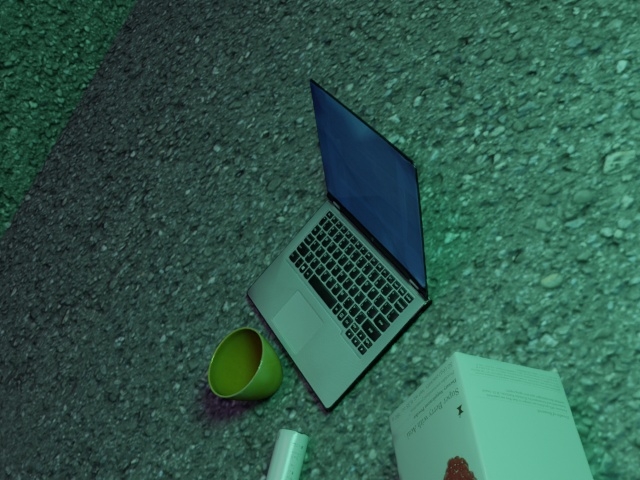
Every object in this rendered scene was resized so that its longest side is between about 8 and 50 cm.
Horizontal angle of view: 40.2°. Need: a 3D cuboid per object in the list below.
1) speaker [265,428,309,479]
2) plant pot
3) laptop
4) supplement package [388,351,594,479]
[{"bbox_3d":[-0.060,0.386,1.453,0.055,0.055,0.136,-8,58,41],"label":"speaker"},{"bbox_3d":[-0.123,0.238,1.589,0.134,0.095,0.134,-25,46,30],"label":"plant pot"},{"bbox_3d":[0.000,0.000,1.532,0.408,0.236,0.382,-48,39,6],"label":"laptop"},{"bbox_3d":[0.221,0.318,1.096,0.177,0.175,0.293,-54,32,39],"label":"supplement package"}]
